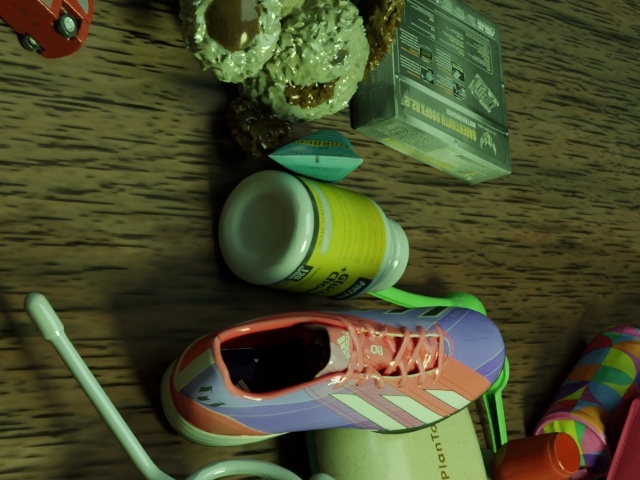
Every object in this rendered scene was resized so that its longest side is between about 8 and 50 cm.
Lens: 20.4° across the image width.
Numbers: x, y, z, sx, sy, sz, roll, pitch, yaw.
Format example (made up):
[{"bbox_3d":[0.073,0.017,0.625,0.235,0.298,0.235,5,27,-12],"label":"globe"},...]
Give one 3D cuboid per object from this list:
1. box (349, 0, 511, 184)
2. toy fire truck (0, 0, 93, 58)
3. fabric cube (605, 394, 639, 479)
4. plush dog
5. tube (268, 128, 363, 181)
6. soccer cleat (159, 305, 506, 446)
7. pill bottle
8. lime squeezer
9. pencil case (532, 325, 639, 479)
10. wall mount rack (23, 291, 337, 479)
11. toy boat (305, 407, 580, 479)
[{"bbox_3d":[0.117,-0.177,1.896,0.231,0.056,0.183,19,63,-51],"label":"box"},{"bbox_3d":[-0.246,-0.249,1.406,0.192,0.047,0.135,44,43,-39],"label":"toy fire truck"},{"bbox_3d":[0.468,0.308,1.957,0.259,0.258,0.254,-16,124,-56],"label":"fabric cube"},{"bbox_3d":[-0.036,-0.204,1.616,0.262,0.210,0.225,-40,129,-24],"label":"plush dog"},{"bbox_3d":[0.000,-0.074,1.605,0.207,0.080,0.052,-55,143,-86],"label":"tube"},{"bbox_3d":[0.028,0.103,1.486,0.318,0.116,0.108,-6,68,-24],"label":"soccer cleat"},{"bbox_3d":[0.000,0.000,1.615,0.184,0.103,0.103,13,67,-52],"label":"pill bottle"},{"bbox_3d":[0.151,0.125,1.830,0.310,0.059,0.110,58,37,-26],"label":"lime squeezer"},{"bbox_3d":[0.322,0.185,2.020,0.236,0.104,0.104,-40,111,-52],"label":"pencil case"},{"bbox_3d":[-0.152,0.197,1.235,0.350,0.304,0.130,-41,151,-46],"label":"wall mount rack"},{"bbox_3d":[0.101,0.219,1.667,0.318,0.148,0.267,8,66,-46],"label":"toy boat"}]
